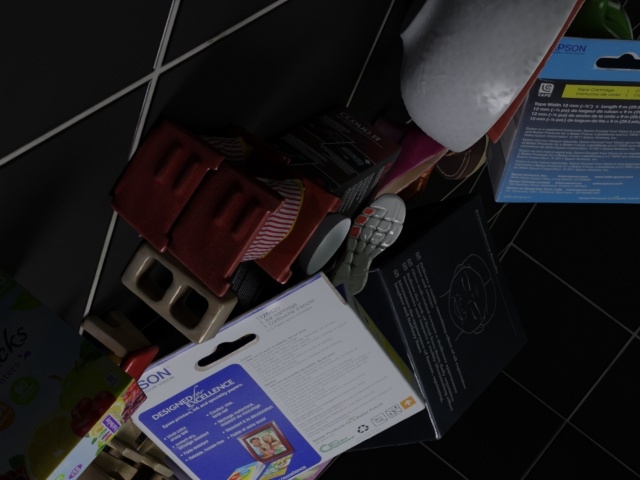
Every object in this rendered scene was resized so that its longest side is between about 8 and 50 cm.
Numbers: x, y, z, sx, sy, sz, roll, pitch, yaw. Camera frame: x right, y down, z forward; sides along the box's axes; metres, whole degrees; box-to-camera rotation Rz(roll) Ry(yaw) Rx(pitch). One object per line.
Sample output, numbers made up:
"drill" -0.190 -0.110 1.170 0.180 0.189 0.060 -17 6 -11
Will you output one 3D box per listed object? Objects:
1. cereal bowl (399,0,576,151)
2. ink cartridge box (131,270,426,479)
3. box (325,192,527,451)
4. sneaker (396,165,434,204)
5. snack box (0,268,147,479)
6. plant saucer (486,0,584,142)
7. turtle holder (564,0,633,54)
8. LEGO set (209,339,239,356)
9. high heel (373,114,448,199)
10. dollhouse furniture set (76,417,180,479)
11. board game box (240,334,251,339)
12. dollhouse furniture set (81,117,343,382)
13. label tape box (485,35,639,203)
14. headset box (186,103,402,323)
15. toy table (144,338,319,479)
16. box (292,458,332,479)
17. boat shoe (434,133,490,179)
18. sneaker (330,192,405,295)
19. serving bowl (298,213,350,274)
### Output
"cereal bowl" 0.196 -0.286 1.569 0.339 0.141 0.339 -59 -172 14
"ink cartridge box" -0.065 0.179 1.585 0.304 0.072 0.307 -28 130 8
"box" 0.147 0.129 2.142 0.212 0.293 0.395 -13 -169 34
"sneaker" 0.170 -0.137 2.194 0.175 0.064 0.067 -55 148 -13
"snack box" -0.286 0.155 1.113 0.207 0.174 0.070 -48 163 -14
"plant saucer" 0.272 -0.273 1.745 0.258 0.048 0.259 -59 -172 12
"turtle holder" 0.368 -0.328 2.023 0.320 0.243 0.227 61 24 -48
"LEGO set" -0.116 0.079 1.709 0.093 0.087 0.227 -58 172 36
"high heel" 0.102 -0.057 1.872 0.082 0.117 0.244 43 67 -77
"dollhouse furniture set" -0.291 0.316 1.709 0.212 0.161 0.242 -51 145 -5
"board game box" -0.109 0.159 2.021 0.092 0.043 0.181 -56 167 17
"dollhouse furniture set" -0.161 0.061 1.340 0.374 0.152 0.201 -56 167 14
"label tape box" 0.405 -0.202 1.902 0.347 0.249 0.115 98 -10 -50
"headset box" -0.031 -0.035 1.626 0.293 0.110 0.218 -34 157 -54
"toy table" -0.125 0.250 1.823 0.161 0.252 0.274 -19 169 -40
"box" -0.133 0.354 2.037 0.243 0.214 0.117 -46 122 -29
"boat shoe" 0.198 -0.195 1.996 0.123 0.123 0.342 -39 159 -23
"sneaker" 0.056 -0.004 1.675 0.158 0.061 0.065 -58 -166 23
"serving bowl" 0.000 0.000 1.517 0.083 0.027 0.083 -49 166 -17
